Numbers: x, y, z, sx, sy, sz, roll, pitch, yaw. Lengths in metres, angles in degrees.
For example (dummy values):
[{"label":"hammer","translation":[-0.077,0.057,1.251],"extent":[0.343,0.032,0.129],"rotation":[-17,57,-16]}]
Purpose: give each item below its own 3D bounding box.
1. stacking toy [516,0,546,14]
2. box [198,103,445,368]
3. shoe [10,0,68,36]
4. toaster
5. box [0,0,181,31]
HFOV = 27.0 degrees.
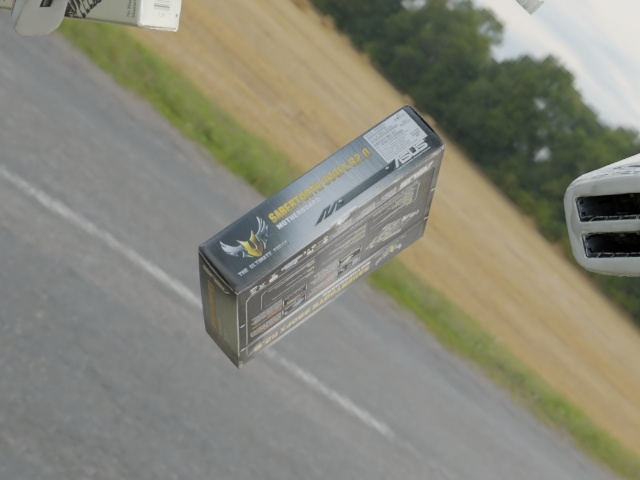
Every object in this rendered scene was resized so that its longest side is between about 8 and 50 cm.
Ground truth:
[{"label":"stacking toy","translation":[0.156,-0.279,0.956],"extent":[0.221,0.167,0.052],"rotation":[32,22,-45]},{"label":"box","translation":[0.000,0.000,1.189],"extent":[0.056,0.231,0.183],"rotation":[49,-17,18]},{"label":"shoe","translation":[-0.257,-0.271,1.254],"extent":[0.063,0.178,0.081],"rotation":[-6,69,-31]},{"label":"toaster","translation":[0.361,-0.032,1.406],"extent":[0.227,0.146,0.129],"rotation":[0,-78,53]},{"label":"box","translation":[-0.316,-0.342,1.734],"extent":[0.275,0.113,0.094],"rotation":[10,8,26]}]
